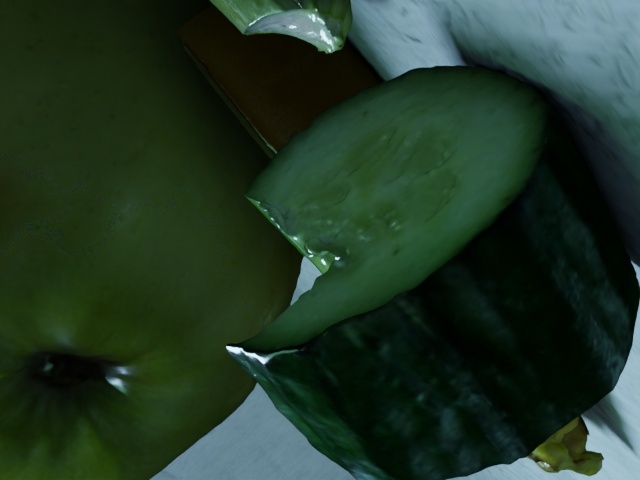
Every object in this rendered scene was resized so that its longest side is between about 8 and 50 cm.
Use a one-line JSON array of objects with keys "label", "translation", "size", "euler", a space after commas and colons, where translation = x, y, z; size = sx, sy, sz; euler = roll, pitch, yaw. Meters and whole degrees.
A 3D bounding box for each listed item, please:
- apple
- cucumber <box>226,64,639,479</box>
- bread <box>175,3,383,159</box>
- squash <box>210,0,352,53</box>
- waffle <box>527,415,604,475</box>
[{"label": "apple", "translation": [-0.223, -0.023, 1.092], "size": [0.473, 0.474, 0.473], "euler": [51, 174, 8]}, {"label": "cucumber", "translation": [0.053, 0.006, 0.689], "size": [0.191, 0.191, 0.130], "euler": [44, 169, 50]}, {"label": "bread", "translation": [0.009, -0.069, 0.910], "size": [0.226, 0.088, 0.049], "euler": [52, 172, 10]}, {"label": "squash", "translation": [-0.055, -0.178, 0.835], "size": [0.239, 0.069, 0.069], "euler": [47, 172, 38]}, {"label": "waffle", "translation": [0.092, 0.048, 1.053], "size": [0.300, 0.058, 0.281], "euler": [52, -179, 37]}]
